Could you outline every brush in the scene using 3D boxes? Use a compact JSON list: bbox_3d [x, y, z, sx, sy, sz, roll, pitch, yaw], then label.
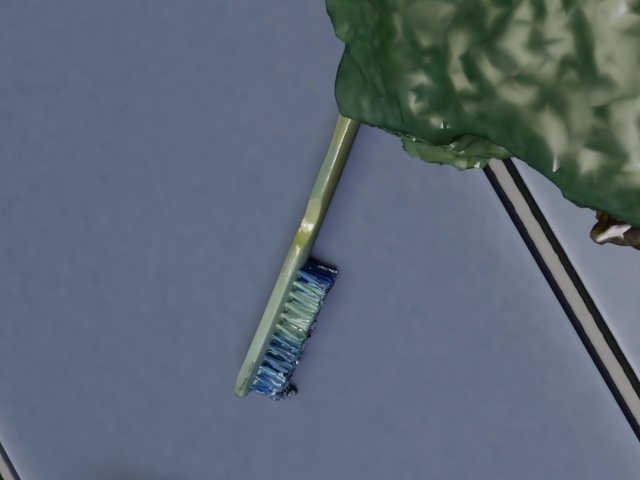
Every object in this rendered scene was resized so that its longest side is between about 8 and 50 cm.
[{"bbox_3d":[0.000,0.000,0.894,0.030,0.033,0.178,26,109,13],"label":"brush"}]

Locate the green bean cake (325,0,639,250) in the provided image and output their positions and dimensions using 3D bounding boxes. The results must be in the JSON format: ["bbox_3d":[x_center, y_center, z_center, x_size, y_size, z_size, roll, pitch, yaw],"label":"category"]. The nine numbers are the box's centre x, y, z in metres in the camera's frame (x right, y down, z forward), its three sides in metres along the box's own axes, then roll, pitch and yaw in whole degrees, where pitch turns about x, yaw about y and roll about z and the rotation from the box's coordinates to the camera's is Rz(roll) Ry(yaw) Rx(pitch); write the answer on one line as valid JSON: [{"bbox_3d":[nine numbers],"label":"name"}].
[{"bbox_3d":[0.168,-0.074,0.729,0.308,0.169,0.300,-4,95,27],"label":"green bean cake"}]
